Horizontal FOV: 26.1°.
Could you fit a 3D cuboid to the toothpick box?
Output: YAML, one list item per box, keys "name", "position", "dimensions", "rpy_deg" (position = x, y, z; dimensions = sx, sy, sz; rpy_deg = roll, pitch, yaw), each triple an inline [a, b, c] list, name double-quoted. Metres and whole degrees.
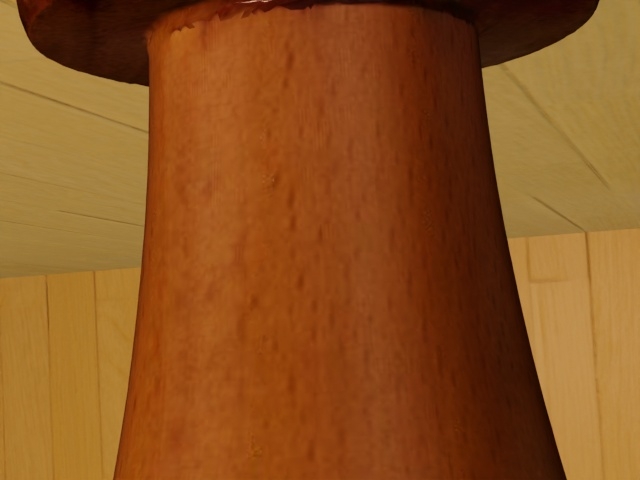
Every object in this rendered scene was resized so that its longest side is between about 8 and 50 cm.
- name: "toothpick box"
  position: [0.000, 0.000, 0.445]
  dimensions: [0.192, 0.294, 0.192]
  rpy_deg: [-2, 172, 0]
